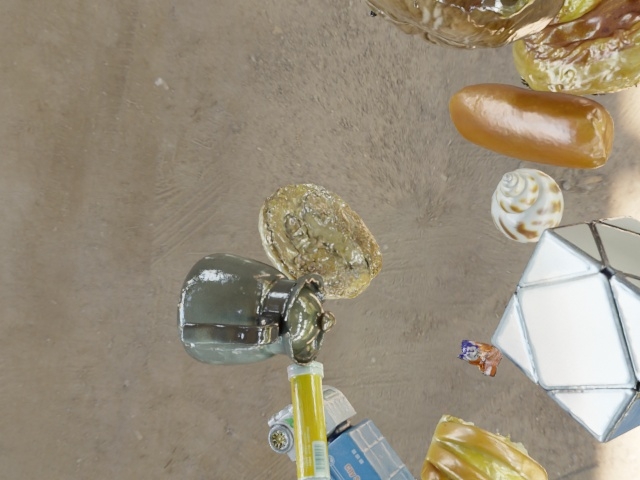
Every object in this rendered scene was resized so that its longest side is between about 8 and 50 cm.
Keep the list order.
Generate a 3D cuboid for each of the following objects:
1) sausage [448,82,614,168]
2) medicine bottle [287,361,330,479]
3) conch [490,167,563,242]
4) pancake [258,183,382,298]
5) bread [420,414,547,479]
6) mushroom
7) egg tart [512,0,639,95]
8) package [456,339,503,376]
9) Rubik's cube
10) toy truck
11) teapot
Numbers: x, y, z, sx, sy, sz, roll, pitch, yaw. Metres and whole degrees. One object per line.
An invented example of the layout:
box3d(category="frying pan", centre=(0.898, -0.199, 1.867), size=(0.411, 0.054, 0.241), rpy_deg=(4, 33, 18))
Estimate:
box3d(category="sausage", centre=(0.264, -0.151, 0.759), size=(0.238, 0.098, 0.098), rpy_deg=(28, 98, 51))
box3d(category="medicine bottle", centre=(-0.022, 0.348, 1.132), size=(0.074, 0.074, 0.218), rpy_deg=(-11, 59, 10))
box3d(category="conch", centre=(0.514, -0.090, 1.481), size=(0.182, 0.149, 0.275), rpy_deg=(-18, 123, 26))
box3d(category="pancake", centre=(-0.001, 0.000, 1.664), size=(0.387, 0.387, 0.082), rpy_deg=(47, 138, 6))
box3d(category="bread", centre=(0.392, 0.575, 1.378), size=(0.315, 0.211, 0.270), rpy_deg=(39, 57, -18))
box3d(category="mushroom", centre=(0.168, -0.273, 0.628), size=(0.285, 0.151, 0.156), rpy_deg=(3, 120, -25))
box3d(category="egg tart", centre=(0.641, -0.464, 1.274), size=(0.443, 0.443, 0.178), rpy_deg=(-47, 124, 8))
box3d(category="package", centre=(0.404, 0.295, 1.492), size=(0.110, 0.033, 0.077), rpy_deg=(17, 53, 25))
box3d(category="Rubik's cube", centre=(0.396, 0.107, 0.788), size=(0.207, 0.205, 0.205), rpy_deg=(47, 133, 41))
box3d(category="toy truck", centre=(0.056, 0.475, 1.217), size=(0.175, 0.146, 0.367), rpy_deg=(-46, 71, 17))
box3d(category="teapot", centre=(-0.116, 0.125, 1.101), size=(0.285, 0.305, 0.223), rpy_deg=(4, 67, 21))
